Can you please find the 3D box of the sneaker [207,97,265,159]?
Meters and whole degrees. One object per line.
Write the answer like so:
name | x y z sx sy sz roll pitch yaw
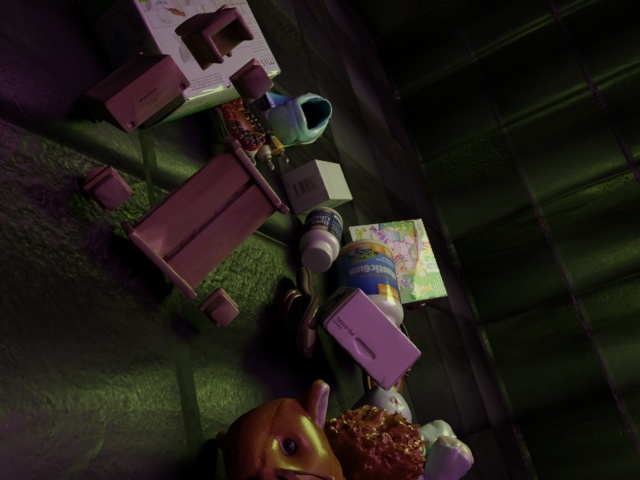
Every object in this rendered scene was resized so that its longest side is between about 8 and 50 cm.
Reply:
sneaker | -0.196 -0.245 1.141 0.088 0.093 0.225 -9 58 -38

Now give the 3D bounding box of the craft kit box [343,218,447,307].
craft kit box | 0.213 0.068 1.636 0.061 0.246 0.250 124 -46 -61

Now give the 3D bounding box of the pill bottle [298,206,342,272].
pill bottle | 0.000 0.000 1.332 0.094 0.094 0.169 57 22 -25

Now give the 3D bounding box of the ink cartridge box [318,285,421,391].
ink cartridge box | 0.082 0.185 1.135 0.172 0.100 0.237 46 -7 -2

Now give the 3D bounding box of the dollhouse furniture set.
dollhouse furniture set | -0.167 -0.107 0.856 0.174 0.303 0.356 30 -21 55

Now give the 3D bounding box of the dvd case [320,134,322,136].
dvd case | -0.035 -0.372 1.762 0.120 0.013 0.087 66 20 -6

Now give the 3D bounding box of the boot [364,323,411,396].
boot | 0.174 0.325 1.395 0.112 0.115 0.305 40 34 -54

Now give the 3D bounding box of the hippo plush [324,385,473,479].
hippo plush | 0.109 0.414 1.091 0.236 0.234 0.294 45 67 -9

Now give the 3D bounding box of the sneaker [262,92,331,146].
sneaker | -0.021 -0.317 1.483 0.366 0.150 0.135 -49 124 -58

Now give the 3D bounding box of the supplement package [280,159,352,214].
supplement package | -0.006 -0.132 1.444 0.105 0.105 0.179 68 21 4

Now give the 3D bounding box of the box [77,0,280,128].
box | -0.227 -0.347 0.983 0.262 0.126 0.231 -39 105 -49

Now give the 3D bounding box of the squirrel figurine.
squirrel figurine | 0.015 0.378 0.786 0.370 0.281 0.397 57 18 6

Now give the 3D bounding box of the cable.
cable | -0.179 -0.287 1.291 0.139 0.072 0.287 -11 64 -46

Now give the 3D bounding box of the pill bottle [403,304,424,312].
pill bottle | 0.263 0.170 1.725 0.086 0.152 0.086 51 26 -36

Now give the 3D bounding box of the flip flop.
flip flop | -0.046 0.132 1.102 0.277 0.080 0.112 -101 -165 -66

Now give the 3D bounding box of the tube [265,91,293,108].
tube | -0.087 -0.368 1.586 0.080 0.052 0.207 63 25 4

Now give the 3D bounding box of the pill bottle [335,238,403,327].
pill bottle | 0.120 0.142 1.397 0.152 0.152 0.272 47 27 -42
